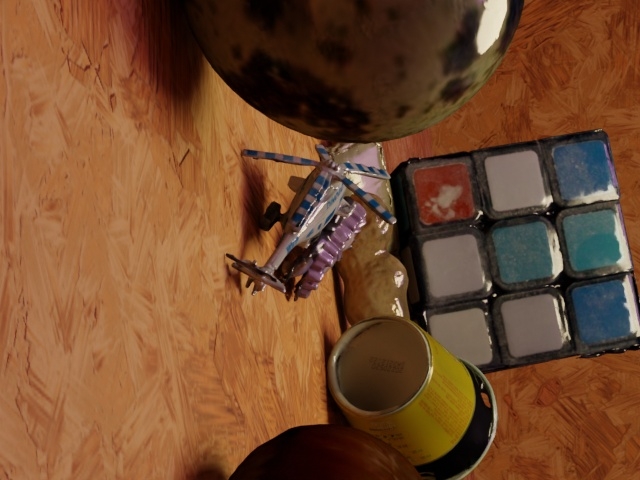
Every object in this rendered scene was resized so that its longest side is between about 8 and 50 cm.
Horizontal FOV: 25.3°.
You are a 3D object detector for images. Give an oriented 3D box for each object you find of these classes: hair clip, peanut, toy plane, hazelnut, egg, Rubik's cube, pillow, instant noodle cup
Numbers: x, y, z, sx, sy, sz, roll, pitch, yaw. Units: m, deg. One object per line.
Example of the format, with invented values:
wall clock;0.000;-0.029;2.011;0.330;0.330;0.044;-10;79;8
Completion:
hair clip;0.000;0.000;1.787;0.106;0.084;0.292;-56;-178;20
peanut;0.073;0.042;2.060;0.085;0.104;0.228;-16;92;-61
toy plane;-0.016;-0.010;1.569;0.273;0.182;0.107;-85;-165;-48
hazelnut;0.009;0.269;1.252;0.251;0.217;0.217;-80;159;-58
egg;0.022;-0.303;1.388;0.345;0.345;0.428;53;19;-70
Rubik's cube;0.292;0.037;2.312;0.363;0.362;0.359;129;-52;-83
pillow;0.063;-0.055;2.132;0.119;0.053;0.208;-24;110;-40
instant noodle cup;0.114;0.213;1.963;0.236;0.215;0.216;50;33;-56

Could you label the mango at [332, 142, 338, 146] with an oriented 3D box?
mango;0.056;-0.094;2.216;0.101;0.066;0.187;-81;166;-56
